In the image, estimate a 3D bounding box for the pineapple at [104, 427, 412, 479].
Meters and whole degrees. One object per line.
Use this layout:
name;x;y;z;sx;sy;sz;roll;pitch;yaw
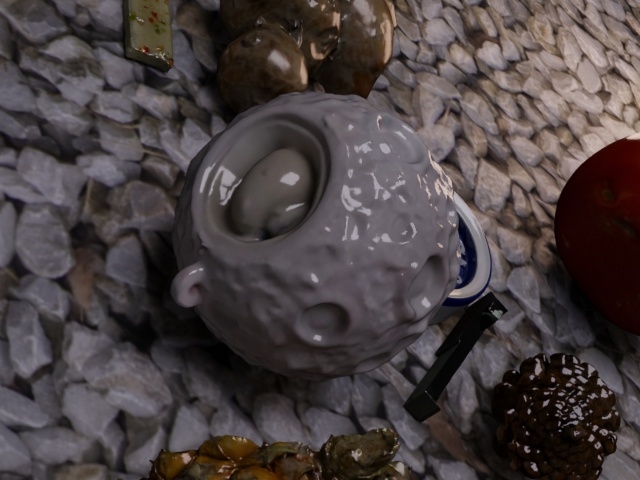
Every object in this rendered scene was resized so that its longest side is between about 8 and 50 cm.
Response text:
pineapple;-0.019;0.321;1.131;0.344;0.286;0.209;25;45;-24

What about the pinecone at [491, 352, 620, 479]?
pinecone;0.314;0.239;1.596;0.179;0.150;0.195;46;40;-3

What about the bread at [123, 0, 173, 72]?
bread;-0.238;-0.302;1.635;0.068;0.028;0.153;17;47;-30

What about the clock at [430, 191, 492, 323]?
clock;0.134;0.005;1.681;0.230;0.083;0.230;25;43;-26

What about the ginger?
ginger;-0.012;-0.305;1.739;0.375;0.176;0.256;-14;86;-48

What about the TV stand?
TV stand;0.189;0.157;1.631;0.040;0.049;0.256;48;39;-2

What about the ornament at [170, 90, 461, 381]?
ornament;0.000;0.000;1.380;0.337;0.337;0.337;24;46;-26

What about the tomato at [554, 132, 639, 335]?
tomato;0.535;-0.009;1.886;0.325;0.290;0.293;54;42;4
